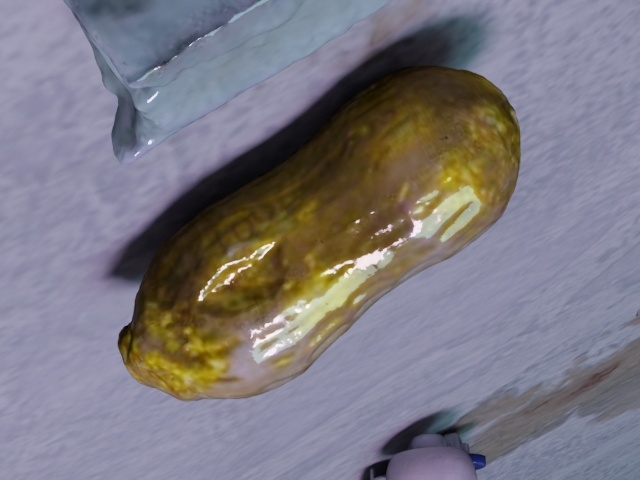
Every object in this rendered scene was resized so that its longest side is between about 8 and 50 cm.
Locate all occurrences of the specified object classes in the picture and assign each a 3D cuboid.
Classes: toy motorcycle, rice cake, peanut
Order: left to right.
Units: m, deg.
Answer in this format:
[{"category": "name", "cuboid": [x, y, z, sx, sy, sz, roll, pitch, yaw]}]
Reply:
[{"category": "peanut", "cuboid": [0.000, 0.000, 0.688, 0.206, 0.087, 0.087, -37, 158, 10]}, {"category": "rice cake", "cuboid": [0.004, -0.108, 0.486, 0.206, 0.069, 0.063, -30, 161, 3]}, {"category": "toy motorcycle", "cuboid": [0.090, 0.221, 1.305, 0.112, 0.112, 0.254, -30, 158, -2]}]
